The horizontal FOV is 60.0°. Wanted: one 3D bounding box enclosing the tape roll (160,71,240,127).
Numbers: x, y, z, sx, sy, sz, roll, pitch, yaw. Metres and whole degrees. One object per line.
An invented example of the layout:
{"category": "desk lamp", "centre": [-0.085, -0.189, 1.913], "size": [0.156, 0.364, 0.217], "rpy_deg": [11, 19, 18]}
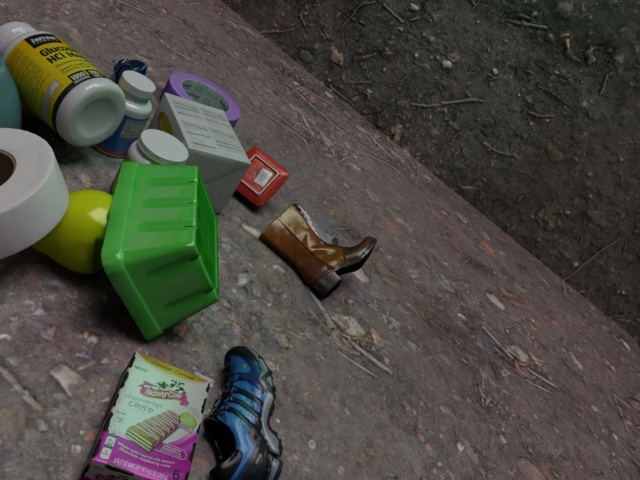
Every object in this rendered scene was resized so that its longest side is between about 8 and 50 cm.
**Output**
{"category": "tape roll", "centre": [-0.428, -0.484, 1.987], "size": [0.275, 0.090, 0.275], "rpy_deg": [28, 31, -18]}

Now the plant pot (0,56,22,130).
{"category": "plant pot", "centre": [-0.804, -0.337, 1.233], "size": [0.290, 0.195, 0.290], "rpy_deg": [28, 29, -17]}

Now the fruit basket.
{"category": "fruit basket", "centre": [-0.420, 0.005, 1.183], "size": [0.392, 0.283, 0.392], "rpy_deg": [-7, 41, 7]}

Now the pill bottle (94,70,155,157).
{"category": "pill bottle", "centre": [-0.539, -0.347, 1.520], "size": [0.124, 0.221, 0.124], "rpy_deg": [28, 30, -17]}

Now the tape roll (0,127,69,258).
{"category": "tape roll", "centre": [-0.628, -0.088, 1.028], "size": [0.286, 0.100, 0.286], "rpy_deg": [1, 46, -1]}

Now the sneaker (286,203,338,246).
{"category": "sneaker", "centre": [-0.018, -0.019, 1.791], "size": [0.132, 0.086, 0.228], "rpy_deg": [-7, 61, -58]}

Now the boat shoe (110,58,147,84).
{"category": "boat shoe", "centre": [-0.650, -0.551, 1.847], "size": [0.089, 0.109, 0.258], "rpy_deg": [21, 15, -14]}

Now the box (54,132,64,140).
{"category": "box", "centre": [-0.665, -0.303, 1.489], "size": [0.083, 0.052, 0.062], "rpy_deg": [-5, 49, -52]}

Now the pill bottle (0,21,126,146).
{"category": "pill bottle", "centre": [-0.666, -0.399, 1.389], "size": [0.334, 0.188, 0.188], "rpy_deg": [39, 28, 14]}

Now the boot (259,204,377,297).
{"category": "boot", "centre": [0.000, 0.000, 1.678], "size": [0.264, 0.096, 0.280], "rpy_deg": [-41, 75, -17]}

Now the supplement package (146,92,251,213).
{"category": "supplement package", "centre": [-0.365, -0.247, 1.592], "size": [0.198, 0.199, 0.262], "rpy_deg": [9, 40, -41]}

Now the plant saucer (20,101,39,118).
{"category": "plant saucer", "centre": [-0.796, -0.400, 1.501], "size": [0.241, 0.037, 0.241], "rpy_deg": [29, 29, -18]}

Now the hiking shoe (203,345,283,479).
{"category": "hiking shoe", "centre": [-0.161, 0.326, 1.074], "size": [0.132, 0.113, 0.304], "rpy_deg": [18, 34, -33]}

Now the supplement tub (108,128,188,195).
{"category": "supplement tub", "centre": [-0.430, -0.163, 1.395], "size": [0.144, 0.199, 0.144], "rpy_deg": [28, 29, -18]}

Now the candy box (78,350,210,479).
{"category": "candy box", "centre": [-0.295, 0.324, 0.969], "size": [0.159, 0.071, 0.233], "rpy_deg": [27, 29, -17]}

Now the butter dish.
{"category": "butter dish", "centre": [-0.206, -0.190, 1.791], "size": [0.160, 0.118, 0.160], "rpy_deg": [39, 70, 5]}
